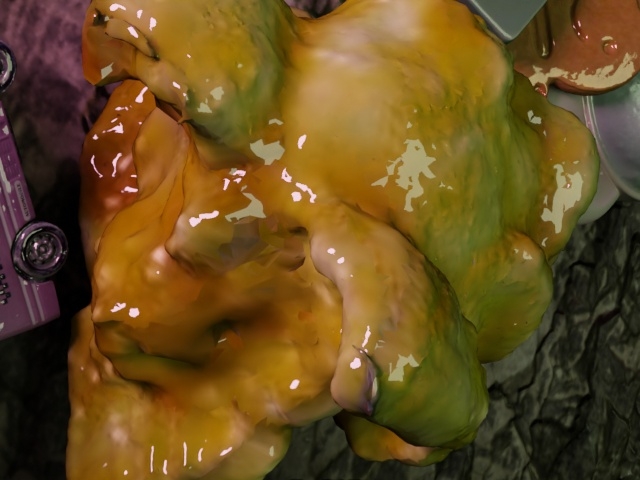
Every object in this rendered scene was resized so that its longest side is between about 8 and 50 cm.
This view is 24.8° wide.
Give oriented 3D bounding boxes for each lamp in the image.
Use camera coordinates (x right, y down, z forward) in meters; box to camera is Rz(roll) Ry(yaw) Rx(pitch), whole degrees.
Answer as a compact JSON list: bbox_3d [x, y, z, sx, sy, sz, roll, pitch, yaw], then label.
[{"bbox_3d":[0.230,-0.106,1.087,0.246,0.108,0.179,-40,115,-31],"label":"lamp"}]

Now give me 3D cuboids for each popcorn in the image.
[{"bbox_3d":[0.003,0.010,0.778,0.290,0.326,0.321,-4,106,-27],"label":"popcorn"}]

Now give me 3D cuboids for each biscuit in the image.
[{"bbox_3d":[0.150,-0.148,1.010,0.184,0.027,0.133,9,76,-7],"label":"biscuit"}]

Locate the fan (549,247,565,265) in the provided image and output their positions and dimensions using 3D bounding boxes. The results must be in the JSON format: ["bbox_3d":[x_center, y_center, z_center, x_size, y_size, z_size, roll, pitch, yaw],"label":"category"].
[{"bbox_3d":[0.104,-0.044,1.060,0.335,0.011,0.229,-44,121,-28],"label":"fan"}]

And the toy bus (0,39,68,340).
[{"bbox_3d":[-0.201,-0.032,0.748,0.098,0.087,0.178,-24,114,-30],"label":"toy bus"}]

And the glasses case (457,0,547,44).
[{"bbox_3d":[0.075,-0.213,0.951,0.184,0.039,0.078,45,67,-13],"label":"glasses case"}]

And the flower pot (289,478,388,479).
[{"bbox_3d":[-0.003,0.298,0.850,0.299,0.299,0.282,-8,94,-40],"label":"flower pot"}]
